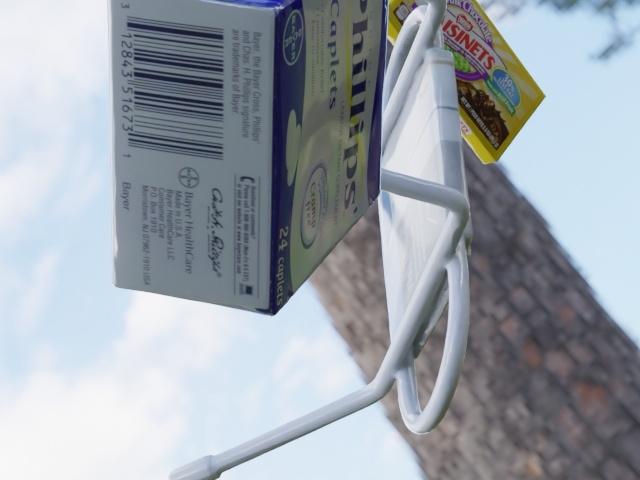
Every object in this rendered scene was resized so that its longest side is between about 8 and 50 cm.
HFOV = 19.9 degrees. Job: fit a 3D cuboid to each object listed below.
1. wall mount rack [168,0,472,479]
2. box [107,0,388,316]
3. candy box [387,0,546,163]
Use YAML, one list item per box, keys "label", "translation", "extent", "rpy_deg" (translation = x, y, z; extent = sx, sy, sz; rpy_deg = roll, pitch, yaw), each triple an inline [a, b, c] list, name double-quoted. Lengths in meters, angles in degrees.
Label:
- label: "wall mount rack"
  translation: [0.000, 0.000, 1.194]
  extent: [0.130, 0.350, 0.304]
  rpy_deg: [12, -48, -13]
- label: "box"
  translation: [-0.026, -0.057, 0.731]
  extent: [0.137, 0.072, 0.126]
  rpy_deg: [-50, -34, -60]
- label: "candy box"
  translation: [0.143, -0.188, 1.865]
  extent: [0.027, 0.206, 0.105]
  rpy_deg: [-7, 39, 52]
